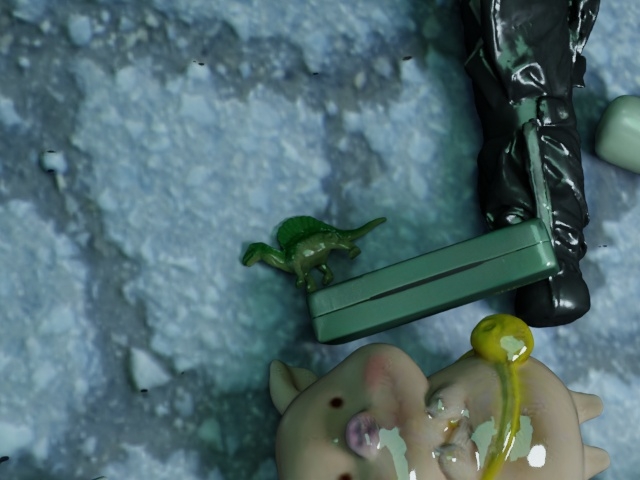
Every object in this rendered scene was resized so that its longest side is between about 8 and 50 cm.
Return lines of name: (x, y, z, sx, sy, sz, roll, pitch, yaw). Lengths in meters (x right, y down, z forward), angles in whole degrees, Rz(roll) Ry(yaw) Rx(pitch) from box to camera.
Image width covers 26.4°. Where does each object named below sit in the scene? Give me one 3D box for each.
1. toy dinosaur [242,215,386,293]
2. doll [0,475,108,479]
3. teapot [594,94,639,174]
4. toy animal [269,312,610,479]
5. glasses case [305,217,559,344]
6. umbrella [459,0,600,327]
toy dinosaur: (-0.001, 0.000, 1.075, 0.120, 0.029, 0.060, -31, 68, -19)
doll: (-0.175, 0.215, 0.956, 0.228, 0.075, 0.102, 5, 91, 1)
teapot: (0.385, -0.012, 1.086, 0.318, 0.149, 0.220, -1, 42, 4)
toy animal: (0.090, 0.145, 0.994, 0.248, 0.149, 0.165, -2, 60, -5)
glasses case: (0.085, 0.033, 1.020, 0.184, 0.078, 0.039, -19, 80, 10)
umbrella: (0.173, -0.109, 1.097, 0.113, 0.106, 0.357, -1, 75, -15)
